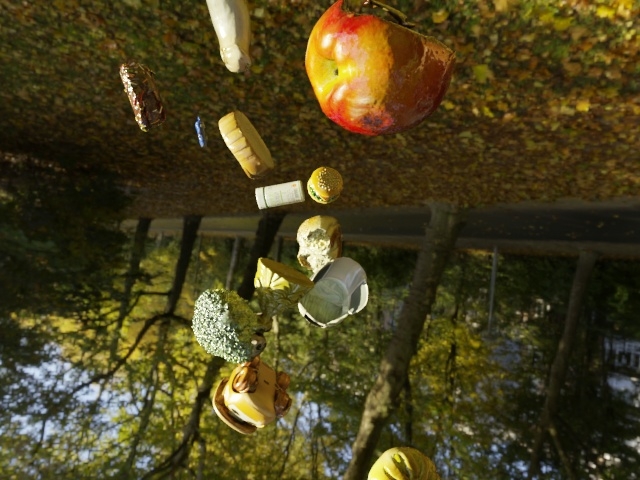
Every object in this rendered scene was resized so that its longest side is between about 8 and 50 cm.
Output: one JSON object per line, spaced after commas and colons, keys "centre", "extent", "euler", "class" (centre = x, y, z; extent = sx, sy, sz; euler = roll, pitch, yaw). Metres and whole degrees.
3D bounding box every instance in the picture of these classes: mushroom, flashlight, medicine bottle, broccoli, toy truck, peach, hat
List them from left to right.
{"centre": [-0.447, -0.406, 1.948], "extent": [0.035, 0.121, 0.057], "euler": [-9, 158, -21], "class": "flashlight"}
{"centre": [-0.276, 0.240, 1.489], "extent": [0.176, 0.198, 0.226], "euler": [15, -164, -20], "class": "broccoli"}
{"centre": [-0.286, -0.730, 1.598], "extent": [0.126, 0.397, 0.177], "euler": [-14, -150, -11], "class": "mushroom"}
{"centre": [-0.231, 0.521, 1.774], "extent": [0.204, 0.211, 0.288], "euler": [39, -168, -14], "class": "toy truck"}
{"centre": [-0.159, -0.183, 2.063], "extent": [0.183, 0.086, 0.086], "euler": [-10, 176, 3], "class": "medicine bottle"}
{"centre": [0.040, 0.181, 1.865], "extent": [0.232, 0.275, 0.161], "euler": [29, -167, -19], "class": "hat"}
{"centre": [0.142, -0.435, 1.342], "extent": [0.406, 0.310, 0.335], "euler": [-4, -141, -45], "class": "peach"}

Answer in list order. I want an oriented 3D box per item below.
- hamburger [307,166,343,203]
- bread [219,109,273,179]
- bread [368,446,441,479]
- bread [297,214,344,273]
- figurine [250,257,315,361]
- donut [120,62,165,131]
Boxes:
{"centre": [0.023, -0.246, 2.296], "extent": [0.162, 0.162, 0.115], "euler": [7, 160, -11], "class": "hamburger"}
{"centre": [-0.233, -0.302, 1.637], "extent": [0.070, 0.236, 0.236], "euler": [-30, 169, 11], "class": "bread"}
{"centre": [0.212, 0.630, 1.284], "extent": [0.213, 0.213, 0.105], "euler": [8, 164, -15], "class": "bread"}
{"centre": [0.001, -0.005, 2.099], "extent": [0.171, 0.192, 0.314], "euler": [12, 150, 18], "class": "bread"}
{"centre": [-0.172, 0.230, 1.566], "extent": [0.168, 0.315, 0.187], "euler": [34, -170, 29], "class": "figurine"}
{"centre": [-0.549, -0.452, 1.608], "extent": [0.096, 0.216, 0.230], "euler": [-22, -171, -17], "class": "donut"}
